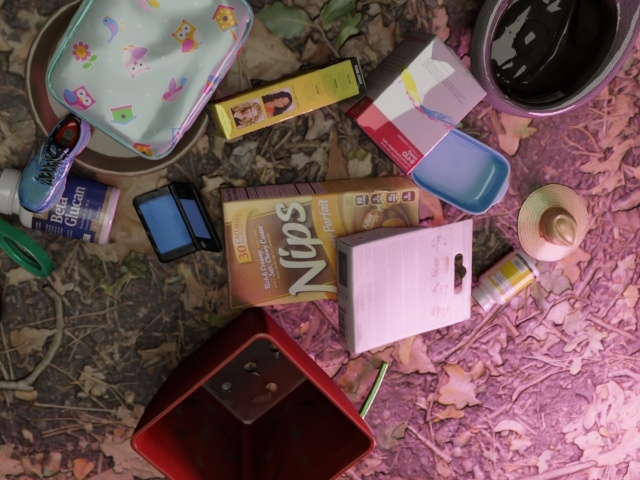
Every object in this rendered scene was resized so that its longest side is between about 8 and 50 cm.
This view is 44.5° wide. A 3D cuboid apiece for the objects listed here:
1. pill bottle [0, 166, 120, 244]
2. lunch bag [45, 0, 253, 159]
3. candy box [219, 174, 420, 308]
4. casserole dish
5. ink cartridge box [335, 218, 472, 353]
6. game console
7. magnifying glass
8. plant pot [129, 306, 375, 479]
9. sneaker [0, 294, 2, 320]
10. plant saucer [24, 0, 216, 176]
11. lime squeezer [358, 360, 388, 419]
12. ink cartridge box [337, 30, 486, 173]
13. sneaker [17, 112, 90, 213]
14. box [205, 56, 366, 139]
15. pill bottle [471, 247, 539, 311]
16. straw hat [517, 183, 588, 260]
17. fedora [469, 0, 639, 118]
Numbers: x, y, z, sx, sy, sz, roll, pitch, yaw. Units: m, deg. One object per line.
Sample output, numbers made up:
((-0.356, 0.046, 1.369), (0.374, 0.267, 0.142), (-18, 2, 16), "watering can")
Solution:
((-0.399, -0.057, 1.189), (0.169, 0.094, 0.094), (14, 104, -14), "pill bottle")
((-0.241, -0.277, 1.102), (0.224, 0.108, 0.279), (33, 96, -13), "lunch bag")
((0.000, 0.000, 1.285), (0.316, 0.087, 0.183), (-5, 109, -10), "candy box")
((0.231, -0.120, 1.315), (0.188, 0.037, 0.114), (25, 101, -20), "casserole dish")
((0.137, 0.067, 1.274), (0.232, 0.066, 0.189), (-15, 114, -29), "ink cartridge box")
((-0.227, -0.025, 1.246), (0.071, 0.107, 0.122), (-33, 113, -30), "game console")
((-0.503, -0.024, 1.194), (0.231, 0.092, 0.026), (43, 60, -9), "magnifying glass")
((-0.108, 0.261, 1.262), (0.267, 0.236, 0.267), (-40, 109, 8), "plant pot")
((-0.657, 0.035, 1.168), (0.384, 0.145, 0.147), (39, 127, -21), "sneaker")
((-0.298, -0.234, 1.182), (0.277, 0.041, 0.278), (-3, 108, -9), "plant saucer")
((0.017, 0.345, 1.418), (0.310, 0.059, 0.110), (-33, 79, -2), "lime squeezer")
((0.141, -0.219, 1.222), (0.176, 0.128, 0.127), (-45, 110, 6), "ink cartridge box")
((-0.384, -0.116, 1.116), (0.063, 0.073, 0.162), (24, 76, -10), "sneaker")
((-0.053, -0.217, 1.190), (0.232, 0.087, 0.058), (-22, 107, -14), "box")
((0.321, 0.072, 1.381), (0.116, 0.065, 0.065), (-38, 110, 3), "pill bottle")
((0.419, -0.022, 1.372), (0.144, 0.061, 0.145), (-3, 107, -10), "straw hat")
((0.352, -0.330, 1.230), (0.243, 0.124, 0.275), (25, 109, -15), "fedora")
